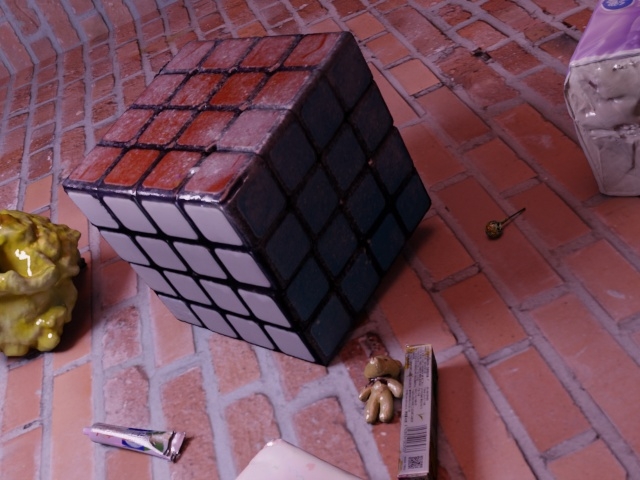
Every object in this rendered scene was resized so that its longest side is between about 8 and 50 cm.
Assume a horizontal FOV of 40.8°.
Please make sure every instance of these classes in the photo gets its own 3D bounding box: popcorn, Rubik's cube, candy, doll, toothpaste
[{"bbox_3d":[-0.532,0.065,1.471,0.293,0.237,0.293,-19,35,14],"label":"popcorn"},{"bbox_3d":[-0.093,-0.073,1.270,0.344,0.337,0.344,10,55,40],"label":"Rubik's cube"},{"bbox_3d":[0.283,-0.029,1.302,0.083,0.023,0.025,-27,24,-23],"label":"candy"},{"bbox_3d":[0.081,0.192,1.110,0.062,0.051,0.093,-10,65,19],"label":"doll"},{"bbox_3d":[-0.264,0.277,1.201,0.170,0.028,0.045,2,48,28],"label":"toothpaste"}]

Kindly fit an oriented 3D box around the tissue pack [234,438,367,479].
[{"bbox_3d":[0.001,0.338,0.867,0.271,0.124,0.201,15,48,42],"label":"tissue pack"}]

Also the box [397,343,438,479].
[{"bbox_3d":[0.120,0.213,1.033,0.041,0.049,0.207,-10,36,15],"label":"box"}]

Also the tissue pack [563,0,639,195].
[{"bbox_3d":[0.488,-0.253,1.283,0.160,0.242,0.338,-1,39,35],"label":"tissue pack"}]
